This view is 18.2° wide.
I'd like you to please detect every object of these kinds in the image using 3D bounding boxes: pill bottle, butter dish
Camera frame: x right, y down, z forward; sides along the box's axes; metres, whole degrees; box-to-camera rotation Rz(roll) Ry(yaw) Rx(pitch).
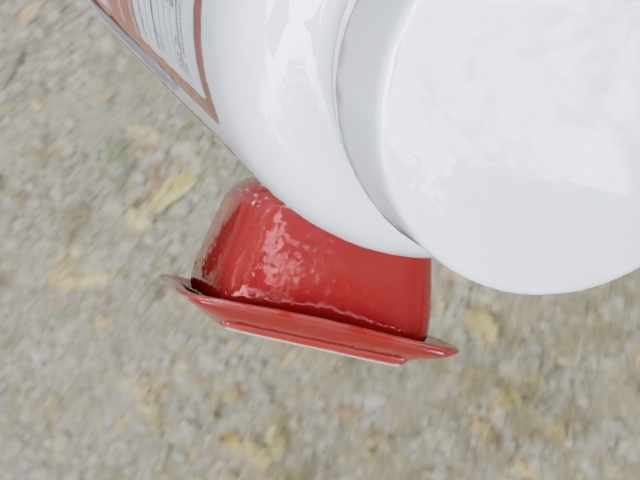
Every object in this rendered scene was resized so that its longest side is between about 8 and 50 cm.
[{"bbox_3d":[0.016,-0.068,0.508,0.121,0.216,0.121,-8,114,-19],"label":"pill bottle"},{"bbox_3d":[0.000,0.000,1.135,0.160,0.160,0.118,13,91,-10],"label":"butter dish"}]
